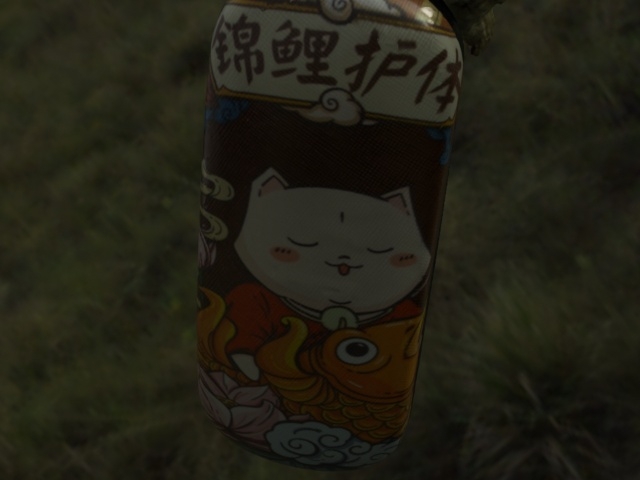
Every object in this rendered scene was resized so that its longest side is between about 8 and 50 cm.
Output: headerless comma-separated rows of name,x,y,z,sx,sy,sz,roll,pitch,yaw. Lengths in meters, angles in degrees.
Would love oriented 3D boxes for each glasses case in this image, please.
glasses case,0.000,0.000,0.772,0.122,0.321,0.082,12,40,8

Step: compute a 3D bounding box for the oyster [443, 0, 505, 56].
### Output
oyster,0.092,-0.200,0.695,0.209,0.133,0.072,-53,37,15
